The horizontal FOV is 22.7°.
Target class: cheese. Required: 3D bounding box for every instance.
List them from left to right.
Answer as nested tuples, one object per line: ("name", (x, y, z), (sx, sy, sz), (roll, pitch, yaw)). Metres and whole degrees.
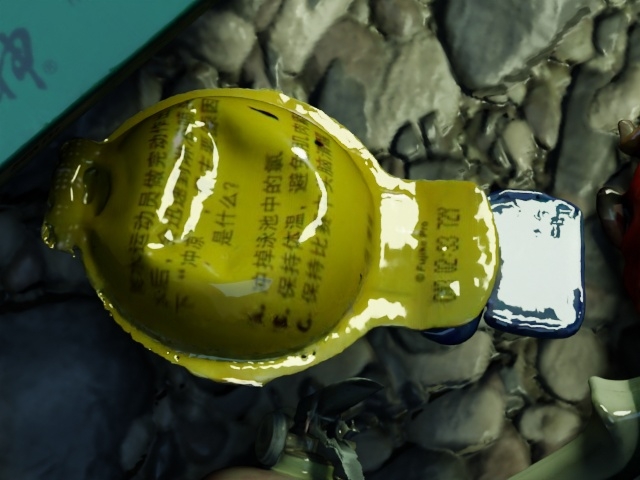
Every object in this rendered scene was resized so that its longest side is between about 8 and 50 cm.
("cheese", (0.000, 0.000, 0.729), (0.250, 0.064, 0.157), (9, 61, -3))

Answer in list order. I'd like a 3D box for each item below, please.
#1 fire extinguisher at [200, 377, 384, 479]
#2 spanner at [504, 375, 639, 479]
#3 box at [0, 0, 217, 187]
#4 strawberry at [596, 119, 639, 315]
("fire extinguisher", (-0.027, 0.190, 0.722), (0.104, 0.105, 0.269), (17, 85, -13))
("spanner", (0.135, 0.120, 0.730), (0.095, 0.040, 0.325), (39, 108, -10))
("box", (-0.117, -0.099, 0.678), (0.245, 0.153, 0.092), (-43, 97, -11))
("strawberry", (0.280, 0.010, 0.775), (0.253, 0.150, 0.280), (-10, 90, -13))
